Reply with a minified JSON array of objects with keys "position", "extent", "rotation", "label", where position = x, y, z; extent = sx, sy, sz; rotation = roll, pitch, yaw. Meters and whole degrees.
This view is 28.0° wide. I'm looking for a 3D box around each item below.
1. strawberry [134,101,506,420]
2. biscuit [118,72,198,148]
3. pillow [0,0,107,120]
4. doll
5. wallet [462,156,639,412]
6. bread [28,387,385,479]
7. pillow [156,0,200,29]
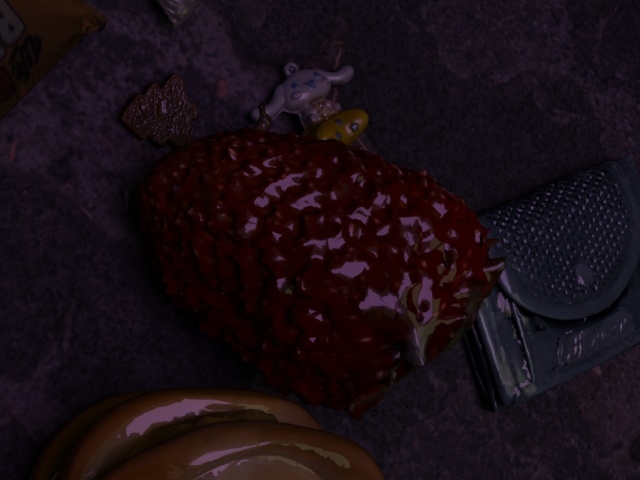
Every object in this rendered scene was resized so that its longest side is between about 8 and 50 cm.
[{"position":[0.001,-0.001,1.299],"extent":[0.343,0.292,0.292],"rotation":[46,63,-7],"label":"strawberry"},{"position":[-0.167,-0.128,1.324],"extent":[0.092,0.016,0.082],"rotation":[-14,100,-33],"label":"biscuit"},{"position":[-0.387,-0.197,1.116],"extent":[0.312,0.119,0.310],"rotation":[45,61,-22],"label":"pillow"},{"position":[-0.003,-0.148,1.416],"extent":[0.113,0.071,0.135],"rotation":[37,60,-7],"label":"doll"},{"position":[0.313,0.046,1.607],"extent":[0.342,0.075,0.237],"rotation":[-21,96,-33],"label":"wallet"},{"position":[-0.109,0.233,1.203],"extent":[0.316,0.270,0.211],"rotation":[2,72,-28],"label":"bread"},{"position":[-0.177,-0.345,1.312],"extent":[0.229,0.050,0.148],"rotation":[48,68,-25],"label":"pillow"}]
